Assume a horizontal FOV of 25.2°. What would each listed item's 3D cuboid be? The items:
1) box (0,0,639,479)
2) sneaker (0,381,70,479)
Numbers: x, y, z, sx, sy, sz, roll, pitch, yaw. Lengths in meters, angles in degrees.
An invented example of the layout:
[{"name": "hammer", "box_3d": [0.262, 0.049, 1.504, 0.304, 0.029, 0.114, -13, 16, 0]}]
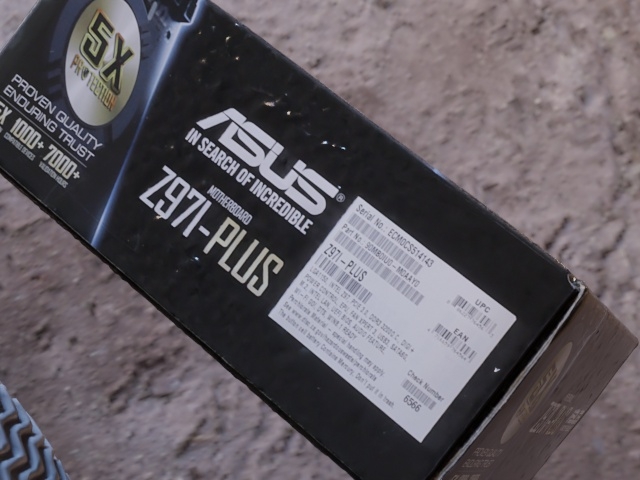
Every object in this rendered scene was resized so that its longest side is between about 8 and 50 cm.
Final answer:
[{"name": "box", "box_3d": [0.000, 0.000, 0.449, 0.180, 0.077, 0.147, 39, 3, 20]}, {"name": "sneaker", "box_3d": [-0.261, 0.068, 0.415, 0.366, 0.210, 0.137, 21, 62, -28]}]
